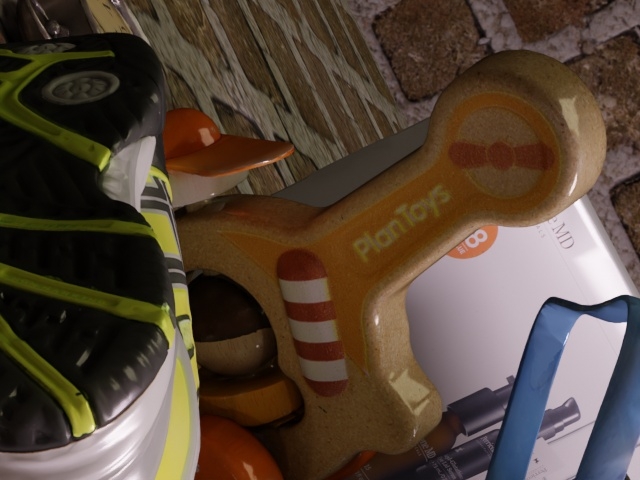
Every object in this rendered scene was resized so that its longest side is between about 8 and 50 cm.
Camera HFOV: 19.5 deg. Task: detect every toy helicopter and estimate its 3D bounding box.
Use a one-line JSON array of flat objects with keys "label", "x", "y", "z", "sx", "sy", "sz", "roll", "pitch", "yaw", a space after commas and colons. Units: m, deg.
[{"label": "toy helicopter", "x": 0.000, "y": 0.000, "z": 0.974, "sx": 0.235, "sy": 0.355, "sz": 0.140, "roll": 55, "pitch": 40, "yaw": 3}]

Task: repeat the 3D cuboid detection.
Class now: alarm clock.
[{"label": "alarm clock", "x": -0.159, "y": -0.126, "z": 1.243, "sx": 0.129, "sy": 0.064, "sz": 0.192, "roll": 66, "pitch": 7, "yaw": 14}]

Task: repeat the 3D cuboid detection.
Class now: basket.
[{"label": "basket", "x": 0.115, "y": 0.169, "z": 1.049, "sx": 0.255, "sy": 0.201, "sz": 0.289, "roll": 144, "pitch": -39, "yaw": -87}]

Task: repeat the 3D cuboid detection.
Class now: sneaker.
[{"label": "sneaker", "x": -0.132, "y": 0.020, "z": 0.871, "sx": 0.384, "sy": 0.145, "sz": 0.147, "roll": -99, "pitch": -178, "yaw": -59}]

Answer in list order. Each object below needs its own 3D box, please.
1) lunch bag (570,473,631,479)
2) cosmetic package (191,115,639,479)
[{"label": "lunch bag", "x": 0.176, "y": 0.330, "z": 1.273, "sx": 0.287, "sy": 0.235, "sz": 0.169, "roll": 59, "pitch": 7, "yaw": -23}, {"label": "cosmetic package", "x": 0.110, "y": 0.090, "z": 1.438, "sx": 0.377, "sy": 0.284, "sz": 0.097, "roll": 56, "pitch": 11, "yaw": -33}]
